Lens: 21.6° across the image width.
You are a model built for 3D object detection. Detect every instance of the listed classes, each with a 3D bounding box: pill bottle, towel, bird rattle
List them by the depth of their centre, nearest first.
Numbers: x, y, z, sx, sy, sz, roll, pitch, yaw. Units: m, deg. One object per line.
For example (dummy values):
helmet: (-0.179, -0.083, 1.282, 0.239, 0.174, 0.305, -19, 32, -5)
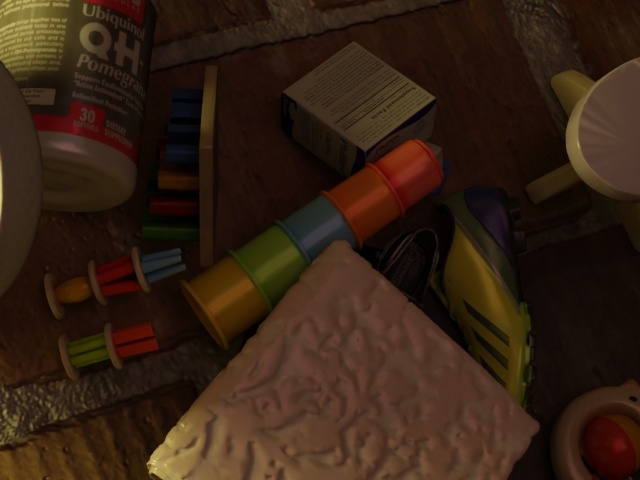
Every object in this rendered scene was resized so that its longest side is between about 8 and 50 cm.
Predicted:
towel: (0.033, 0.216, 1.769, 0.317, 0.053, 0.332, 42, 64, -5)
pill bottle: (-0.270, -0.205, 1.823, 0.176, 0.176, 0.319, 12, 69, -20)
bird rattle: (0.354, 0.279, 1.998, 0.253, 0.143, 0.207, -27, 73, -15)

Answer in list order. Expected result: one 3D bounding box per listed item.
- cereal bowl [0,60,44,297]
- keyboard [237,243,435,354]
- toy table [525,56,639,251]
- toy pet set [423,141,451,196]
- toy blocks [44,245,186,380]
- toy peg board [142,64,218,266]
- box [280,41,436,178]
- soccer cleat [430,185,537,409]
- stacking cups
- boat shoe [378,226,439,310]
cereal bowl: (-0.407, -0.065, 1.668, 0.141, 0.339, 0.339, -7, 73, -63)
keyboard: (0.006, 0.146, 1.866, 0.201, 0.033, 0.317, 15, 70, 14)
toy table: (0.386, -0.122, 2.093, 0.274, 0.161, 0.252, -10, 77, -27)
toy pet set: (0.099, -0.102, 2.032, 0.114, 0.065, 0.122, 24, 56, 24)
toy blocks: (-0.209, 0.073, 1.793, 0.148, 0.054, 0.123, -16, 79, 4)
toy peg board: (-0.152, -0.082, 1.828, 0.079, 0.161, 0.161, 1, 38, -2)
box: (0.044, -0.147, 1.972, 0.137, 0.072, 0.126, 38, 58, 25)
soccer cleat: (0.192, 0.078, 2.000, 0.121, 0.093, 0.289, -6, 79, 6)
stacking cups: (0.000, 0.000, 1.866, 0.316, 0.096, 0.096, -33, 88, -10)
boat shoe: (0.076, 0.078, 1.942, 0.077, 0.070, 0.219, 29, 64, -13)
